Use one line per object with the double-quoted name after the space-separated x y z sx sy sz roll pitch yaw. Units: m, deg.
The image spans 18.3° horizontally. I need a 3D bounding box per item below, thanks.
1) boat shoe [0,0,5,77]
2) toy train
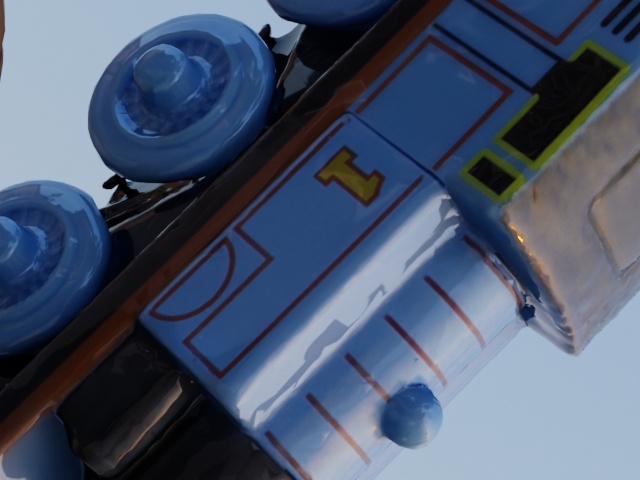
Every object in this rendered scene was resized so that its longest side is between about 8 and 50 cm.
-0.133 0.041 0.357 0.095 0.095 0.257 36 -54 32 "boat shoe"
0.000 0.000 0.415 0.105 0.184 0.080 39 -10 38 "toy train"
